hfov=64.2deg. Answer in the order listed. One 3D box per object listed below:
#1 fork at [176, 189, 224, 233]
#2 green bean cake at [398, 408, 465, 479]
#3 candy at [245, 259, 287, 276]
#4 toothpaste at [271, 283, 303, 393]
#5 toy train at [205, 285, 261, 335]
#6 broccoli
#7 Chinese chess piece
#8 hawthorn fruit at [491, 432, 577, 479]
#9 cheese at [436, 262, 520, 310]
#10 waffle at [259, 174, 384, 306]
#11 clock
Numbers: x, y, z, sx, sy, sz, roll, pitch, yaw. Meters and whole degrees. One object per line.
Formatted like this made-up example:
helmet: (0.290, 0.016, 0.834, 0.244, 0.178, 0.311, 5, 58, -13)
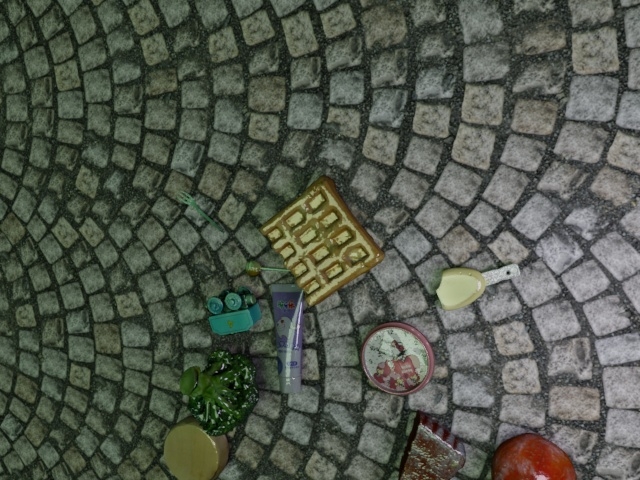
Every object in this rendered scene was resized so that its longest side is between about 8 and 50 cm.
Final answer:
fork: (-0.431, -0.100, 1.859, 0.235, 0.021, 0.039, 40, 111, 10)
green bean cake: (0.333, 0.692, 1.627, 0.198, 0.097, 0.233, 33, 105, 12)
candy: (-0.165, 0.102, 1.775, 0.202, 0.061, 0.061, 3, 97, 11)
toothpaste: (-0.110, 0.335, 1.770, 0.125, 0.080, 0.371, -2, 87, 23)
toy train: (-0.310, 0.250, 1.809, 0.198, 0.107, 0.154, -13, 98, 20)
broccoli: (-0.365, 0.520, 1.762, 0.297, 0.297, 0.297, -16, 62, 32)
Chinese chess piece: (-0.465, 0.787, 1.920, 0.251, 0.097, 0.251, 2, 96, 18)
hawthorn fruit: (0.606, 0.675, 1.466, 0.231, 0.263, 0.235, -46, 51, -4)
cheese: (0.472, 0.123, 1.546, 0.255, 0.050, 0.127, -22, 86, 19)
waffle: (0.000, 0.000, 1.681, 0.304, 0.077, 0.348, -37, 85, 14)
clock: (0.246, 0.383, 1.648, 0.244, 0.056, 0.244, 3, 97, 22)
